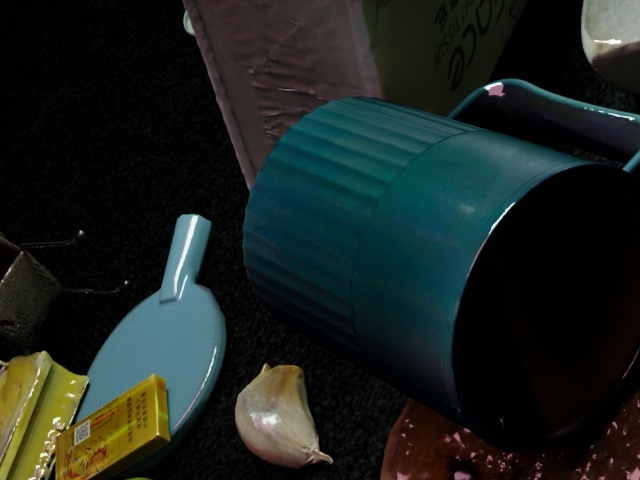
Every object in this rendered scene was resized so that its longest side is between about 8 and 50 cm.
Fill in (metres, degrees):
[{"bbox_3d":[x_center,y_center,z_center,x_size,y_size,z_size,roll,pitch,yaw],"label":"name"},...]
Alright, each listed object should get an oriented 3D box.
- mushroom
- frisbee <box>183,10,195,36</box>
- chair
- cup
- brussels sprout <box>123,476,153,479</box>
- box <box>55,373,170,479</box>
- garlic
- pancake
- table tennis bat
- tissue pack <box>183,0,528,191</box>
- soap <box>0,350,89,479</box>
[{"bbox_3d":[0.344,-0.312,1.759,0.177,0.126,0.397,-18,44,22],"label":"mushroom"},{"bbox_3d":[-0.141,-0.320,2.374,0.110,0.014,0.110,-27,41,26],"label":"frisbee"},{"bbox_3d":[-0.360,0.059,2.133,0.213,0.174,0.149,16,65,41],"label":"chair"},{"bbox_3d":[0.116,-0.012,1.489,0.292,0.242,0.308,22,87,47],"label":"cup"},{"bbox_3d":[-0.198,0.301,1.799,0.181,0.100,0.139,-9,37,49],"label":"brussels sprout"},{"bbox_3d":[-0.229,0.217,1.915,0.156,0.022,0.089,-34,40,23],"label":"box"},{"bbox_3d":[-0.046,0.181,1.764,0.084,0.066,0.152,-36,35,15],"label":"garlic"},{"bbox_3d":[0.197,0.189,1.501,0.356,0.065,0.356,-24,45,26],"label":"pancake"},{"bbox_3d":[-0.183,0.118,1.993,0.215,0.044,0.329,-14,51,41],"label":"table tennis bat"},{"bbox_3d":[0.055,-0.261,1.753,0.205,0.332,0.405,10,49,24],"label":"tissue pack"},{"bbox_3d":[-0.360,0.248,2.009,0.135,0.076,0.233,-20,46,53],"label":"soap"}]
